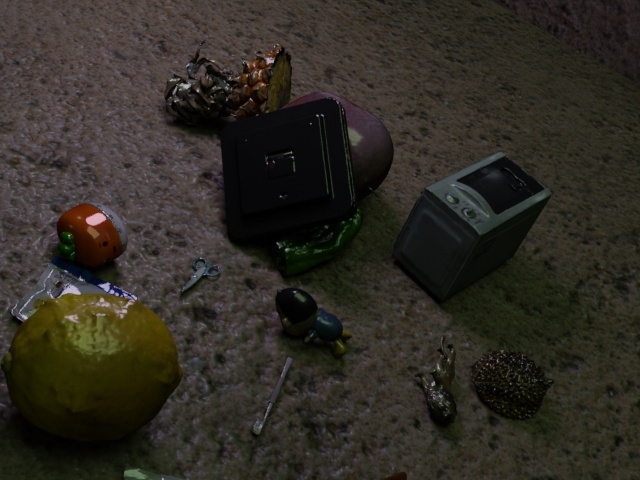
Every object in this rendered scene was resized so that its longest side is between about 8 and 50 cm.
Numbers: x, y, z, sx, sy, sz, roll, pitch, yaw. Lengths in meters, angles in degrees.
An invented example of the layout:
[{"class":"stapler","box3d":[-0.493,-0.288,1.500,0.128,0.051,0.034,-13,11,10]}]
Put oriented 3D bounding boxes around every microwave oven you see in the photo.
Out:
[{"class":"microwave oven","box3d":[0.326,-0.041,2.163,0.181,0.238,0.295,43,43,20]}]

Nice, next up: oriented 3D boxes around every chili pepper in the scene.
[{"class":"chili pepper","box3d":[-0.001,-0.001,2.066,0.099,0.083,0.253,41,46,19]}]

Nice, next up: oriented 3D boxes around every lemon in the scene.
[{"class":"lemon","box3d":[-0.351,0.196,1.531,0.288,0.234,0.234,8,42,-26]}]

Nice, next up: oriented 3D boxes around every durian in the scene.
[{"class":"durian","box3d":[0.396,0.273,1.968,0.188,0.091,0.148,7,43,-25]}]

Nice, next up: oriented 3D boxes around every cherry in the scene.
[{"class":"cherry","box3d":[0.035,-0.206,2.177,0.307,0.221,0.261,42,3,9]}]

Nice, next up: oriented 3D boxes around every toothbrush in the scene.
[{"class":"toothbrush","box3d":[-0.084,0.277,1.757,0.017,0.014,0.194,27,39,1]}]

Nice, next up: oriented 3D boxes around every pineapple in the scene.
[{"class":"pineapple","box3d":[-0.222,-0.331,2.235,0.271,0.263,0.262,8,38,10]}]

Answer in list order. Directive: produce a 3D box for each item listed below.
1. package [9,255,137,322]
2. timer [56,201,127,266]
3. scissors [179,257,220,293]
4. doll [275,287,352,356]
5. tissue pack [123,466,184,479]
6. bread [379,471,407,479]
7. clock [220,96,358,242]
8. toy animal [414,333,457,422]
[{"class":"package","box3d":[-0.432,0.115,1.735,0.171,0.027,0.173,26,42,-1]},{"class":"timer","box3d":[-0.432,-0.008,1.815,0.136,0.099,0.136,12,29,-7]},{"class":"scissors","box3d":[-0.241,0.071,1.901,0.058,0.014,0.119,29,35,10]},{"class":"doll","box3d":[-0.021,0.154,1.884,0.179,0.089,0.102,45,36,-15]},{"class":"tissue pack","box3d":[-0.242,0.434,1.485,0.122,0.026,0.193,12,41,-18]},{"class":"bread","box3d":[0.113,0.436,1.666,0.109,0.043,0.062,-8,49,-37]},{"class":"clock","box3d":[-0.072,-0.149,2.027,0.278,0.049,0.274,-13,69,14]},{"class":"toy animal","box3d":[0.228,0.261,1.912,0.086,0.069,0.220,37,40,-22]}]
